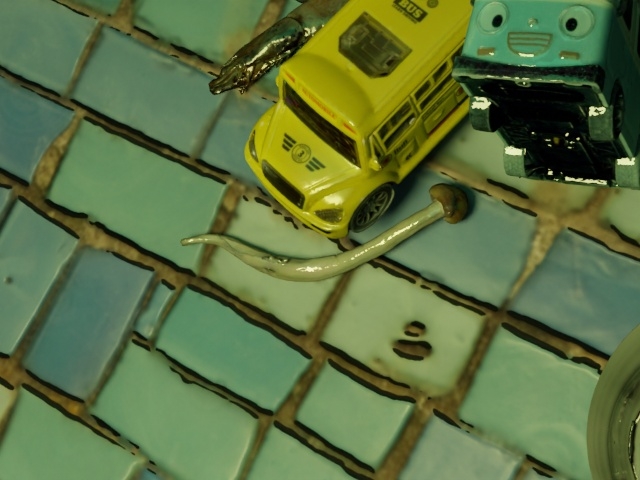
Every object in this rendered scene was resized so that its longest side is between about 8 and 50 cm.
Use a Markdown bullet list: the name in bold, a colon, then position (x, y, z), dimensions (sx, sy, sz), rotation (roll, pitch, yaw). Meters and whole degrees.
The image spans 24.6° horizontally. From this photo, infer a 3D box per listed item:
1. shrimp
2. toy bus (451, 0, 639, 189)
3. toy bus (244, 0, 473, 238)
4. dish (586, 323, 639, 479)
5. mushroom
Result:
- **shrimp**: position (-0.016, -0.167, 1.509), dimensions (0.195, 0.035, 0.147), rotation (-31, 70, 11)
- **toy bus**: position (0.217, -0.153, 1.281), dimensions (0.133, 0.271, 0.164), rotation (7, 77, 23)
- **toy bus**: position (0.072, -0.163, 1.382), dimensions (0.330, 0.152, 0.144), rotation (-46, 69, -5)
- **dish**: position (0.336, 0.174, 1.221), dimensions (0.260, 0.085, 0.260), rotation (1, 91, 27)
- **mushroom**: position (0.001, 0.001, 1.460), dimensions (0.306, 0.043, 0.068), rotation (-13, 54, 20)
